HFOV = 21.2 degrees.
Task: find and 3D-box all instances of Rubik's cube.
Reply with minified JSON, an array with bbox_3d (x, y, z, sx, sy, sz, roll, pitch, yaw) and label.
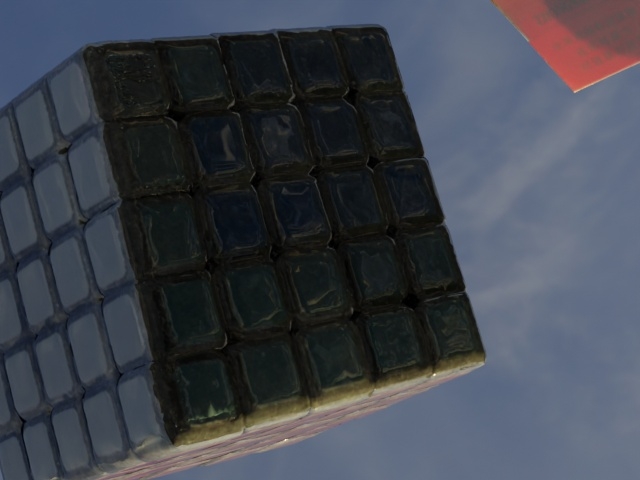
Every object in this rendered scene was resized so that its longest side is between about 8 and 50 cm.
[{"bbox_3d":[-0.078,0.015,1.063,0.237,0.238,0.237,-11,-101,-38],"label":"Rubik's cube"}]

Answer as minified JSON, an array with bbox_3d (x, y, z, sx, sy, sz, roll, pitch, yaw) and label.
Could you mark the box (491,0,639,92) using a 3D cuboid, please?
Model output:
[{"bbox_3d":[0.188,-0.203,1.305,0.175,0.112,0.048,44,-134,-26],"label":"box"}]
